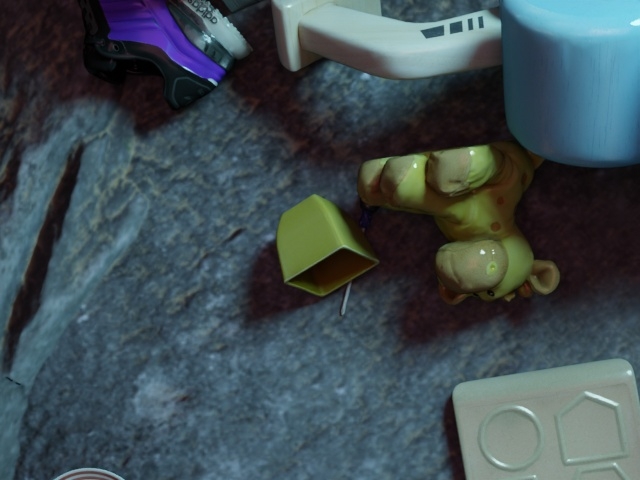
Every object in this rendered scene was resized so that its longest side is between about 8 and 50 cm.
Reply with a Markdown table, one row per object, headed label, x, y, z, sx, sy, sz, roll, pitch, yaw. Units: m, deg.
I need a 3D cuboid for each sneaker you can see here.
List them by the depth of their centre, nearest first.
| label | x | y | z | sx | sy | sz | roll | pitch | yaw |
| --- | --- | --- | --- | --- | --- | --- | --- | --- | --- |
| sneaker | -0.229 | -0.257 | 1.381 | 0.293 | 0.102 | 0.146 | 41 | 92 | 9 |

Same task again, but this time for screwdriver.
| label | x | y | z | sx | sy | sz | roll | pitch | yaw |
| --- | --- | --- | --- | --- | --- | --- | --- | --- | --- |
| screwdriver | 0.044 | -0.001 | 1.362 | 0.024 | 0.025 | 0.169 | 14 | 86 | 9 |

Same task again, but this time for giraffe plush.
| label | x | y | z | sx | sy | sz | roll | pitch | yaw |
| --- | --- | --- | --- | --- | --- | --- | --- | --- | --- |
| giraffe plush | 0.158 | -0.014 | 1.298 | 0.210 | 0.181 | 0.170 | -11 | 95 | -28 |

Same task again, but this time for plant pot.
| label | x | y | z | sx | sy | sz | roll | pitch | yaw |
| --- | --- | --- | --- | --- | --- | --- | --- | --- | --- |
| plant pot | 0.000 | 0.000 | 1.336 | 0.081 | 0.081 | 0.083 | -32 | 62 | 21 |

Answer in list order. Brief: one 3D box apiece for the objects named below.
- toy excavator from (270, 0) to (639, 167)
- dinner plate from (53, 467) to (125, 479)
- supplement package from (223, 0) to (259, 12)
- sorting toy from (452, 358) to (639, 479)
| label | x | y | z | sx | sy | sz | roll | pitch | yaw |
| --- | --- | --- | --- | --- | --- | --- | --- | --- | --- |
| toy excavator | 0.205 | -0.198 | 1.219 | 0.445 | 0.433 | 0.222 | -13 | 126 | -9 |
| dinner plate | -0.255 | 0.323 | 1.377 | 0.141 | 0.017 | 0.141 | -1 | 84 | 7 |
| supplement package | -0.065 | -0.395 | 1.289 | 0.198 | 0.263 | 0.199 | -22 | 82 | 5 |
| sorting toy | 0.249 | 0.240 | 1.311 | 0.193 | 0.038 | 0.208 | -10 | 79 | 7 |
